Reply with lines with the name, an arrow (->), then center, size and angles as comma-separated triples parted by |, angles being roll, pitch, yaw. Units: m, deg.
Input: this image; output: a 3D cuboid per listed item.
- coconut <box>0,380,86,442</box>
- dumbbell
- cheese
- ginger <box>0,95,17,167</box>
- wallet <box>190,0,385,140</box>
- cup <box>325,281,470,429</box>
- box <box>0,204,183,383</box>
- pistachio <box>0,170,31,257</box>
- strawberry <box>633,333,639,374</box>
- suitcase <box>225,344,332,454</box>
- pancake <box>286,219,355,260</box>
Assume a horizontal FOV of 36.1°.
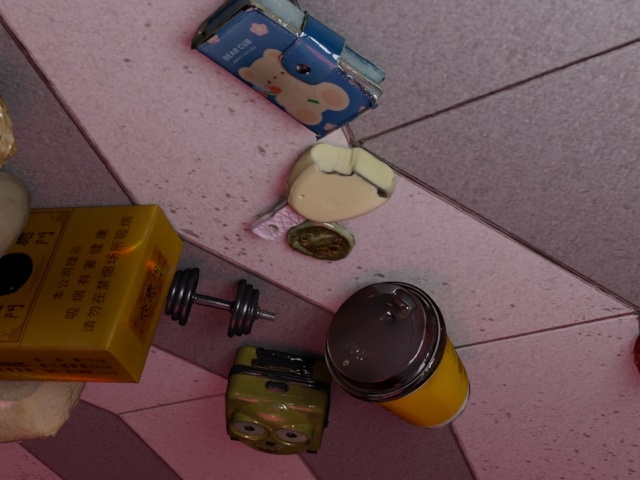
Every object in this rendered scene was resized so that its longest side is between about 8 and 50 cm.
coconut -> -0.551, 0.216, 1.722 | 0.297, 0.297, 0.254 | 5, 142, 12
dumbbell -> -0.175, 0.100, 1.593 | 0.209, 0.099, 0.099 | 14, 146, -3
cheese -> -0.016, -0.055, 1.361 | 0.127, 0.050, 0.255 | 32, 141, -26
ginger -> -0.576, -0.153, 1.310 | 0.376, 0.166, 0.236 | -16, 151, 25
wallet -> -0.032, -0.207, 1.145 | 0.202, 0.059, 0.141 | 34, 147, -24
cup -> 0.134, 0.195, 1.562 | 0.196, 0.196, 0.279 | -5, 150, 25
box -> -0.446, 0.082, 1.511 | 0.416, 0.264, 0.115 | 0, 145, 19
pistachio -> -0.517, -0.026, 1.437 | 0.144, 0.215, 0.143 | 11, 123, 17
strawberry -> 0.521, 0.179, 1.481 | 0.106, 0.106, 0.106 | 9, 145, 6
suitcase -> -0.079, 0.308, 1.816 | 0.194, 0.143, 0.235 | 11, 145, 4
pancake -> 0.001, 0.000, 1.464 | 0.108, 0.017, 0.108 | 7, 148, 4
